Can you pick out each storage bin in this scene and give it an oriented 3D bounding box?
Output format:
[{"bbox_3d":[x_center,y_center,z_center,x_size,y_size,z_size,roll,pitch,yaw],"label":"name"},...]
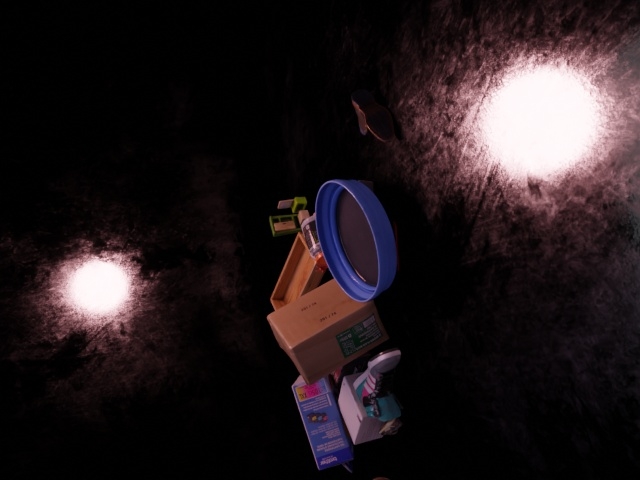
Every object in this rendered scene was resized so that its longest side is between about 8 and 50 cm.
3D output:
[{"bbox_3d":[0.123,-0.149,1.674,0.135,0.098,0.090,177,96,-71],"label":"storage bin"}]

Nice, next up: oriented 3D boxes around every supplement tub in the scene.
[{"bbox_3d":[0.000,0.000,2.042,0.117,0.117,0.190,109,148,-53],"label":"supplement tub"}]

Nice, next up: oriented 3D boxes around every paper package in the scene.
[{"bbox_3d":[0.018,0.301,1.744,0.168,0.325,0.309,67,167,-21],"label":"paper package"}]

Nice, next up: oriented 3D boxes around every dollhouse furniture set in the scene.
[{"bbox_3d":[-0.121,-0.024,2.329,0.197,0.152,0.301,116,142,-59],"label":"dollhouse furniture set"}]

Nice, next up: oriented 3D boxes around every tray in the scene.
[{"bbox_3d":[-0.099,0.185,2.226,0.202,0.076,0.410,59,136,42],"label":"tray"}]

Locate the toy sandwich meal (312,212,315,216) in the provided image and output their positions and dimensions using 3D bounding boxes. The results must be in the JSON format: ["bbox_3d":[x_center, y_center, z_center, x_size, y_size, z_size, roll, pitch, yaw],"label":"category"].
[{"bbox_3d":[-0.012,-0.079,2.187,0.086,0.029,0.085,24,119,55],"label":"toy sandwich meal"}]

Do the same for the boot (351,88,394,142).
[{"bbox_3d":[0.166,-0.353,1.523,0.106,0.082,0.219,70,175,-59],"label":"boot"}]

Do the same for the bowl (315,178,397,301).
[{"bbox_3d":[0.106,-0.004,1.569,0.391,0.077,0.390,47,146,47],"label":"bowl"}]

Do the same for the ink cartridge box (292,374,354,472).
[{"bbox_3d":[0.027,0.730,2.019,0.270,0.151,0.394,54,-161,-82],"label":"ink cartridge box"}]

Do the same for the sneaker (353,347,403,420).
[{"bbox_3d":[0.207,0.484,1.626,0.178,0.124,0.295,64,150,32],"label":"sneaker"}]

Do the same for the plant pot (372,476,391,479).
[{"bbox_3d":[0.225,0.881,1.695,0.165,0.167,0.166,127,133,-75],"label":"plant pot"}]

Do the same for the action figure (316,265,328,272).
[{"bbox_3d":[0.061,0.047,1.866,0.091,0.139,0.280,-127,32,-58],"label":"action figure"}]

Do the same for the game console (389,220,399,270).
[{"bbox_3d":[0.191,0.015,1.525,0.124,0.085,0.143,-57,-38,-79],"label":"game console"}]

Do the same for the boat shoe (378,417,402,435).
[{"bbox_3d":[0.237,0.637,1.704,0.049,0.056,0.152,38,149,18],"label":"boat shoe"}]

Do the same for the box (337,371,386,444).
[{"bbox_3d":[0.156,0.606,1.828,0.180,0.119,0.181,-117,27,-45],"label":"box"}]

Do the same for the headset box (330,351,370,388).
[{"bbox_3d":[0.085,0.419,1.971,0.218,0.110,0.293,101,154,-45],"label":"headset box"}]
